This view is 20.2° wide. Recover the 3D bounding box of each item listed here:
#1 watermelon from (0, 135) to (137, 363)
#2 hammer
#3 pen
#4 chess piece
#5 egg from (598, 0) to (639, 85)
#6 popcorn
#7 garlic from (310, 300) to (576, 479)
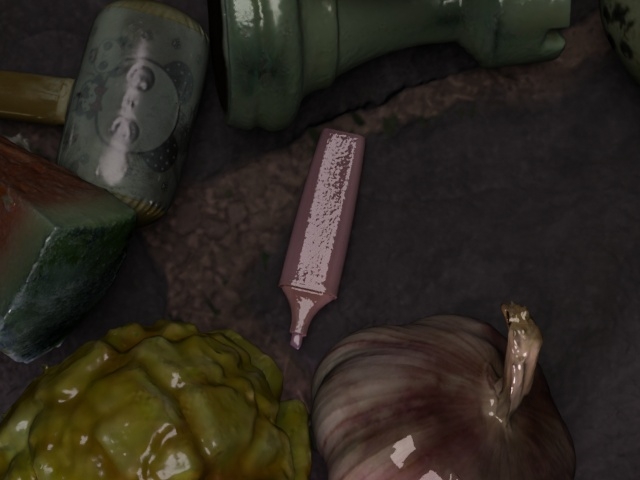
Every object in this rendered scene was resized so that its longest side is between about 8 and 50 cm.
[{"bbox_3d":[-0.302,-0.018,1.521,0.256,0.139,0.193,42,118,20],"label":"watermelon"},{"bbox_3d":[-0.258,-0.128,1.583,0.305,0.113,0.202,11,78,13],"label":"hammer"},{"bbox_3d":[0.000,0.000,1.576,0.053,0.032,0.197,13,79,4],"label":"pen"},{"bbox_3d":[0.057,-0.200,1.540,0.299,0.194,0.195,-6,80,-7],"label":"chess piece"},{"bbox_3d":[0.343,-0.180,1.517,0.228,0.177,0.177,28,83,21],"label":"egg"},{"bbox_3d":[-0.142,0.201,1.442,0.282,0.282,0.247,-27,83,-2],"label":"popcorn"},{"bbox_3d":[0.118,0.136,1.421,0.245,0.253,0.245,17,42,-16],"label":"garlic"}]
